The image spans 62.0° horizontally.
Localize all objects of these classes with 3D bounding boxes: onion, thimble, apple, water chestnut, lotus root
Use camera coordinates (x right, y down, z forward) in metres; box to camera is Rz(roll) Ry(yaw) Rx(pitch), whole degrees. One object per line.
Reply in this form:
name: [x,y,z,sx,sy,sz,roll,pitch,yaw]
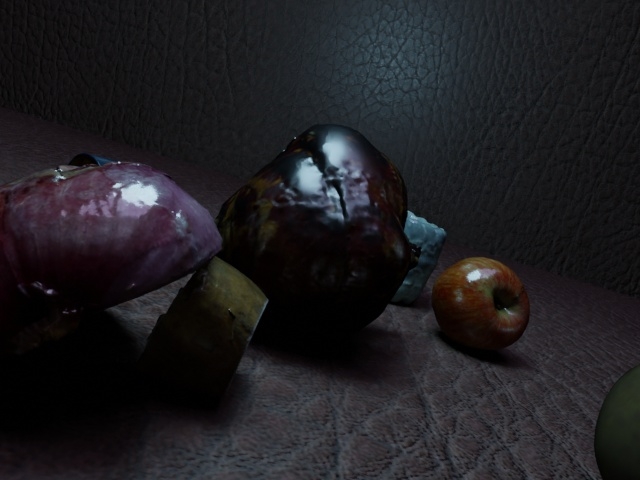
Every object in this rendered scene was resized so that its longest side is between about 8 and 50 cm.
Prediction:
onion: [-0.207,0.004,0.441,0.227,0.120,0.283,-21,6,-15]
thimble: [0.120,0.014,1.054,0.205,0.171,0.250,16,11,-33]
apple: [0.245,0.097,0.835,0.147,0.146,0.131,12,-10,-24]
water chestnut: [0.000,0.000,0.694,0.244,0.289,0.289,49,5,-8]
lotus root: [-0.098,0.072,0.463,0.081,0.112,0.122,27,7,-4]

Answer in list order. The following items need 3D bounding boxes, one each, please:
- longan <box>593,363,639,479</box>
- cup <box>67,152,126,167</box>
longan: [0.319,0.186,0.421,0.185,0.159,0.204,1,49,-4]
cup: [-0.387,-0.096,0.974,0.150,0.113,0.138,23,10,29]
